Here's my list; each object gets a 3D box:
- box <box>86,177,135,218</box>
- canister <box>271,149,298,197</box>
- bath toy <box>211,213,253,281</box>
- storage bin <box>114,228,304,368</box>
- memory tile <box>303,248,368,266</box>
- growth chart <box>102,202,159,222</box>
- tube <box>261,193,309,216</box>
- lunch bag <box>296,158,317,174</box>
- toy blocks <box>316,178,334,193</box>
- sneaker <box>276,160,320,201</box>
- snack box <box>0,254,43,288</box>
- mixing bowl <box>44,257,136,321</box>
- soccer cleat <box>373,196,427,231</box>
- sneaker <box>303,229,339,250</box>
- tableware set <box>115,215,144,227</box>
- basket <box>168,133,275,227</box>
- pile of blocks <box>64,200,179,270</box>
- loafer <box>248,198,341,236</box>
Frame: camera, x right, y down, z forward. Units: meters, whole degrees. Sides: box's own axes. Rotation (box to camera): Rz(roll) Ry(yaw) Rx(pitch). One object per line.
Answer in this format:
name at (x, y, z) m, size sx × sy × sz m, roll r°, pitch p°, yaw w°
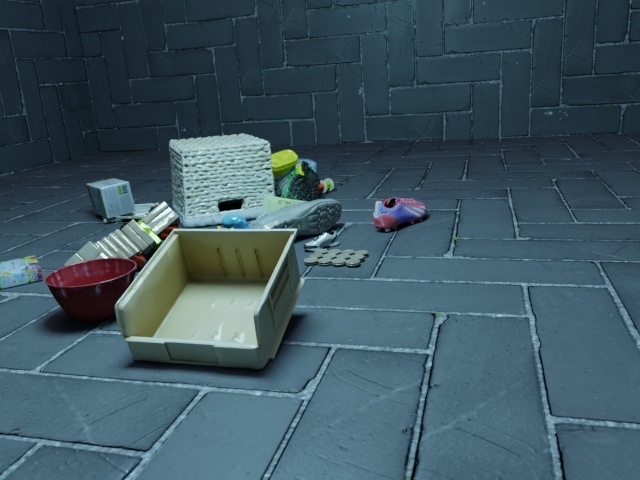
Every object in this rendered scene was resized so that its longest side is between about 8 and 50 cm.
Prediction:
box at (-0.764, -0.157, 2.112) m, size 0.103 × 0.114 × 0.203 m, roll -19°, pitch 20°, yaw -31°
canister at (-0.155, -0.252, 2.233) m, size 0.126 × 0.170 × 0.073 m, roll -24°, pitch 56°, yaw -27°
bath toy at (-0.208, 0.035, 1.365) m, size 0.151 × 0.129 × 0.348 m, roll -4°, pitch 17°, yaw -2°
storage bin at (-0.191, 0.098, 1.061) m, size 0.262 × 0.123 × 0.260 m, roll 1°, pitch 34°, yaw 15°
memory tile at (0.041, 0.044, 1.478) m, size 0.148 × 0.012 × 0.113 m, roll 1°, pitch 17°, yaw 19°
growth chart at (-0.707, -0.106, 2.162) m, size 0.172 × 0.021 × 0.237 m, roll -6°, pitch 16°, yaw -3°
tube at (-0.080, -0.095, 1.877) m, size 0.240 × 0.062 × 0.070 m, roll 6°, pitch 46°, yaw 20°
lunch bag at (-0.131, -0.307, 2.584) m, size 0.219 × 0.090 × 0.176 m, roll -9°, pitch 16°, yaw -18°
toy blocks at (-0.036, -0.207, 2.282) m, size 0.123 × 0.054 × 0.148 m, roll 7°, pitch 19°, yaw 34°
sneaker at (-0.089, -0.161, 2.076) m, size 0.146 × 0.134 × 0.343 m, roll -37°, pitch 14°, yaw 19°
snack box at (-0.786, 0.080, 1.510) m, size 0.100 × 0.037 × 0.141 m, roll -15°, pitch 19°, yaw -28°
mixing bowl at (-0.475, 0.110, 1.223) m, size 0.181 × 0.098 × 0.181 m, roll -4°, pitch 15°, yaw 1°
soccer cleat at (0.247, -0.096, 1.760) m, size 0.083 × 0.095 × 0.248 m, roll 11°, pitch 22°, yaw 42°
sneaker at (0.000, 0.000, 1.584) m, size 0.109 × 0.044 × 0.040 m, roll -16°, pitch 22°, yaw -30°
tableware set at (-0.580, -0.060, 1.937) m, size 0.194 × 0.039 × 0.128 m, roll -1°, pitch 0°, yaw -10°
basket at (-0.352, -0.219, 2.033) m, size 0.328 × 0.266 × 0.331 m, roll -9°, pitch 19°, yaw -19°
pile of blocks at (-0.497, 0.032, 1.536) m, size 0.112 × 0.149 × 0.362 m, roll 43°, pitch 40°, yaw 6°
loafer at (-0.073, -0.063, 1.696) m, size 0.319 × 0.112 × 0.111 m, roll -18°, pitch 30°, yaw -38°
